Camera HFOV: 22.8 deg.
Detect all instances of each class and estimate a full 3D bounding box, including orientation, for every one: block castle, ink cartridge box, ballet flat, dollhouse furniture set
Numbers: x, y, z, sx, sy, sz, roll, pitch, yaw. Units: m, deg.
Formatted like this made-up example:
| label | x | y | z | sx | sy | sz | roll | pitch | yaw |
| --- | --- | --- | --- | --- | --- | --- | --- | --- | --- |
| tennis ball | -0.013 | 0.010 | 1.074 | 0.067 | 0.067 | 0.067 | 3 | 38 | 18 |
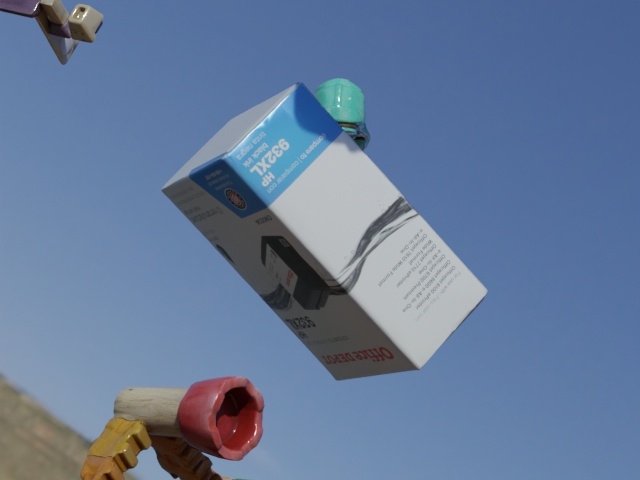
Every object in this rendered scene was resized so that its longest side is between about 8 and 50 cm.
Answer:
| label | x | y | z | sx | sy | sz | roll | pitch | yaw |
| --- | --- | --- | --- | --- | --- | --- | --- | --- | --- |
| block castle | -0.095 | 0.388 | 1.655 | 0.213 | 0.303 | 0.453 | 1 | -48 | 37 |
| ink cartridge box | 0.000 | 0.000 | 1.728 | 0.307 | 0.129 | 0.223 | 48 | -22 | -11 |
| ballet flat | 0.028 | -0.167 | 2.113 | 0.083 | 0.087 | 0.247 | 5 | -7 | 0 |
| dollhouse furniture set | -0.186 | -0.198 | 1.275 | 0.091 | 0.114 | 0.081 | 15 | -26 | 25 |
